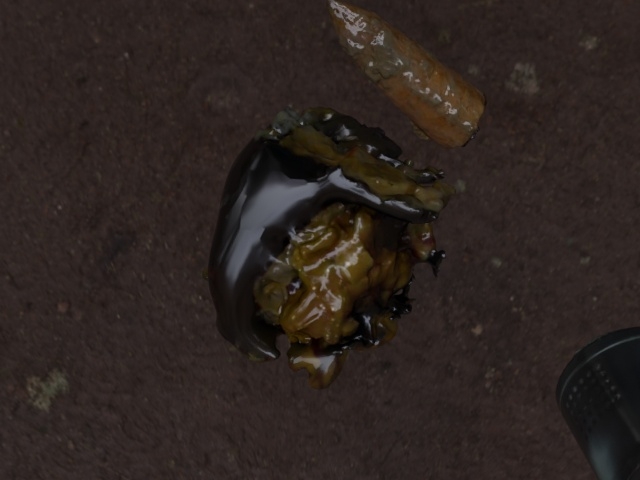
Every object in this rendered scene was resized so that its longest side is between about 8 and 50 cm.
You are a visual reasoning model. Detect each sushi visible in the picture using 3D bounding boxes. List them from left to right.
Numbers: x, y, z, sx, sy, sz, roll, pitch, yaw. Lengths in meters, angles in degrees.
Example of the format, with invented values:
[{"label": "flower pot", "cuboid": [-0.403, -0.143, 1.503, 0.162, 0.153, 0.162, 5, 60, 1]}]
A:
[{"label": "sushi", "cuboid": [0.006, 0.003, 0.822, 0.200, 0.204, 0.213, 28, 29, 21]}]

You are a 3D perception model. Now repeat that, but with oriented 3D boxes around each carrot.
[{"label": "carrot", "cuboid": [0.104, -0.225, 1.143, 0.263, 0.102, 0.102, 35, 60, -24]}]

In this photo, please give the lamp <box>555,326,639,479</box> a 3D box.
[{"label": "lamp", "cuboid": [0.454, 0.263, 1.228, 0.205, 0.272, 0.374, 14, 102, -21]}]
